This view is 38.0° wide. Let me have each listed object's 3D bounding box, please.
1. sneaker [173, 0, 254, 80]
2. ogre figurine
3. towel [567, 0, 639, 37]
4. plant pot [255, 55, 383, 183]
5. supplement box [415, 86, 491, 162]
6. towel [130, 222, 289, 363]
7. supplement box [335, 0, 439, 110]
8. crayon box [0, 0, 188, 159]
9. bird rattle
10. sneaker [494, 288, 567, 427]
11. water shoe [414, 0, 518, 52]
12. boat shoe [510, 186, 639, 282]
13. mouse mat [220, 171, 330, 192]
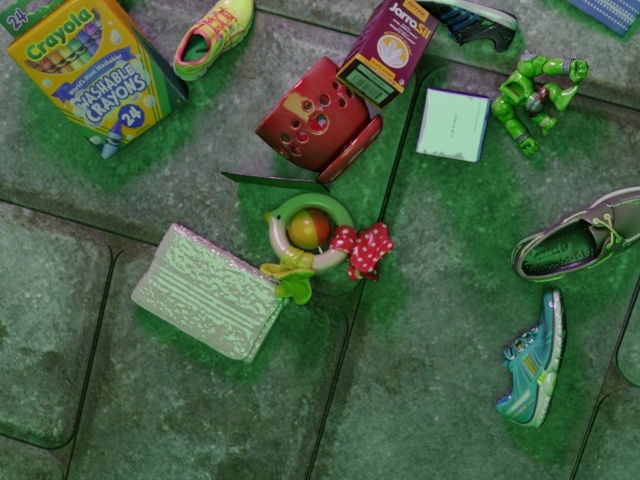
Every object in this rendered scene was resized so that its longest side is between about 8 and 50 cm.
[{"bbox_3d":[-0.197,-0.386,1.728,0.081,0.094,0.208,38,91,1],"label":"sneaker"},{"bbox_3d":[0.384,-0.259,1.666,0.118,0.097,0.197,34,147,7],"label":"ogre figurine"},{"bbox_3d":[0.528,-0.561,1.617,0.243,0.040,0.336,30,104,-9],"label":"towel"},{"bbox_3d":[0.004,-0.209,1.688,0.174,0.191,0.191,44,103,-4],"label":"plant pot"},{"bbox_3d":[0.235,-0.207,1.638,0.114,0.220,0.111,11,101,8],"label":"supplement box"},{"bbox_3d":[-0.216,0.107,1.848,0.282,0.049,0.187,31,101,1],"label":"towel"},{"bbox_3d":[0.120,-0.338,1.641,0.104,0.081,0.188,35,60,-13],"label":"supplement box"},{"bbox_3d":[-0.426,-0.335,1.726,0.203,0.083,0.323,-34,115,13],"label":"crayon box"},{"bbox_3d":[0.000,0.000,1.751,0.254,0.143,0.206,-24,73,-2],"label":"bird rattle"},{"bbox_3d":[0.400,0.220,1.752,0.110,0.107,0.275,15,102,15],"label":"sneaker"},{"bbox_3d":[0.252,-0.394,1.678,0.203,0.073,0.080,17,104,6],"label":"water shoe"},{"bbox_3d":[0.495,-0.005,1.699,0.305,0.091,0.109,-25,95,12],"label":"boat shoe"},{"bbox_3d":[-0.081,-0.109,1.738,0.190,0.152,0.007,6,88,7],"label":"mouse mat"}]
